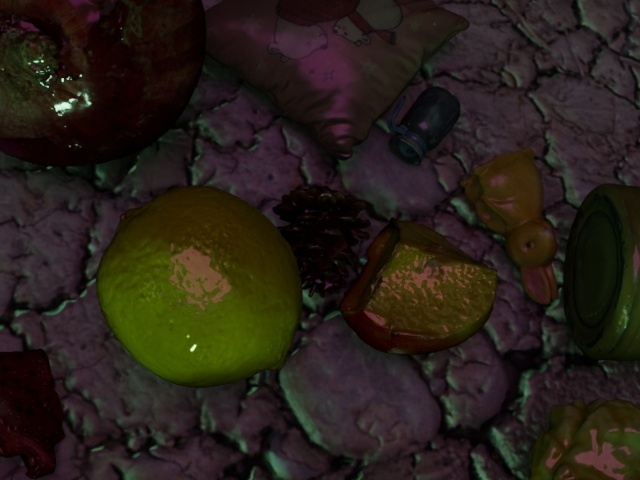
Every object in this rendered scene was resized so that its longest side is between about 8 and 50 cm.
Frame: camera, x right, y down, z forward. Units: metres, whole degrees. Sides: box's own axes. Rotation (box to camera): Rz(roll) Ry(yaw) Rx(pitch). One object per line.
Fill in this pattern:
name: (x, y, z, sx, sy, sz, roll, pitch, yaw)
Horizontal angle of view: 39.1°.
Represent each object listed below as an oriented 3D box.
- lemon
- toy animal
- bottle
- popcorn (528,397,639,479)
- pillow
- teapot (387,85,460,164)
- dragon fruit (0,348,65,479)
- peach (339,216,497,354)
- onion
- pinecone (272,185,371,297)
lemon: (-0.107, 0.046, 0.826, 0.203, 0.178, 0.178, 46, 73, -3)
toy animal: (0.215, -0.013, 0.931, 0.083, 0.070, 0.159, -21, 79, -13)
bottle: (0.430, 0.046, 0.877, 0.351, 0.171, 0.171, 6, 71, -5)
popcorn: (0.237, 0.236, 0.797, 0.195, 0.173, 0.168, -26, 108, -12)
pillow: (0.008, -0.227, 0.974, 0.236, 0.084, 0.223, 37, 71, 6)
teapot: (0.111, -0.127, 0.959, 0.049, 0.063, 0.083, 29, 71, 26)
dragon fruit: (-0.294, 0.159, 0.830, 0.097, 0.063, 0.131, -17, 74, -10)
peach: (0.096, 0.054, 0.871, 0.151, 0.118, 0.151, 18, 26, -9)
onion: (-0.246, -0.200, 0.857, 0.276, 0.276, 0.276, 1, 71, -4)
pinecone: (0.001, 0.000, 0.897, 0.102, 0.102, 0.109, -3, 96, -6)
